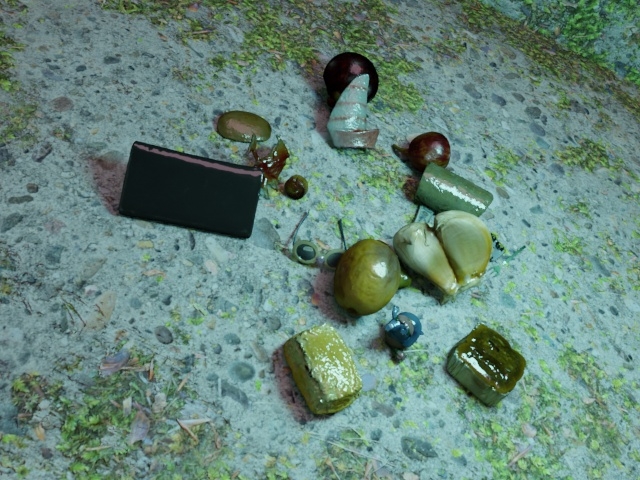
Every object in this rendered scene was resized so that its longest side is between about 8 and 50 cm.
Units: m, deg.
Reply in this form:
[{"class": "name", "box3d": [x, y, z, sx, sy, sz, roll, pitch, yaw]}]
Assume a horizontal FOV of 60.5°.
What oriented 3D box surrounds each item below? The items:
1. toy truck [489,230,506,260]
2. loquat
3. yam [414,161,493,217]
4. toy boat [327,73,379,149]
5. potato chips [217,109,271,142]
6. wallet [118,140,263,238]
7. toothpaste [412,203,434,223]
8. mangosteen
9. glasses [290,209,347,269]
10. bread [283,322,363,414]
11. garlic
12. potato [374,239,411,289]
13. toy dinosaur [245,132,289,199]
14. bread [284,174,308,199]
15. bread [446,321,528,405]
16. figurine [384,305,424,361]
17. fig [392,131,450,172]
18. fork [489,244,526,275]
[{"class": "toy truck", "box3d": [0.625, 0.014, 2.003, 0.076, 0.076, 0.111, -6, 58, -52]}, {"class": "loquat", "box3d": [0.137, 0.111, 1.657, 0.193, 0.238, 0.238, 32, 52, -2]}, {"class": "yam", "box3d": [0.478, -0.166, 2.016, 0.267, 0.161, 0.161, 28, 52, 1]}, {"class": "toy boat", "box3d": [0.128, -0.487, 2.064, 0.205, 0.096, 0.283, 3, 97, -11]}, {"class": "potato chips", "box3d": [-0.270, -0.420, 1.990, 0.201, 0.049, 0.150, 11, 58, -20]}, {"class": "wallet", "box3d": [-0.391, -0.152, 1.686, 0.405, 0.062, 0.229, 12, 94, -11]}, {"class": "toothpaste", "box3d": [0.347, -0.048, 1.961, 0.062, 0.039, 0.239, 30, 50, 4]}, {"class": "mangosteen", "box3d": [0.110, -0.609, 2.175, 0.228, 0.228, 0.266, 23, 87, -4]}, {"class": "glasses", "box3d": [0.009, -0.020, 1.785, 0.189, 0.088, 0.221, 14, 53, -10]}, {"class": "bread", "box3d": [0.009, 0.345, 1.509, 0.173, 0.121, 0.246, -10, 56, -35]}, {"class": "garlic", "box3d": [0.388, 0.032, 1.763, 0.313, 0.286, 0.249, 49, 42, -20]}, {"class": "potato", "box3d": [0.218, 0.084, 1.792, 0.105, 0.085, 0.188, -46, 76, 3]}, {"class": "toy dinosaur", "box3d": [-0.219, -0.230, 1.840, 0.206, 0.112, 0.328, 39, 65, -39]}, {"class": "bread", "box3d": [-0.083, -0.179, 1.866, 0.085, 0.085, 0.053, 32, 44, 3]}, {"class": "bread", "box3d": [0.510, 0.374, 1.680, 0.210, 0.110, 0.192, 43, 52, 12]}, {"class": "figurine", "box3d": [0.232, 0.279, 1.637, 0.114, 0.178, 0.145, 28, 90, 22]}, {"class": "fig", "box3d": [0.393, -0.338, 2.117, 0.207, 0.175, 0.175, -1, 56, -3]}, {"class": "fork", "box3d": [0.689, 0.074, 2.013, 0.235, 0.021, 0.039, -28, 74, -35]}]
